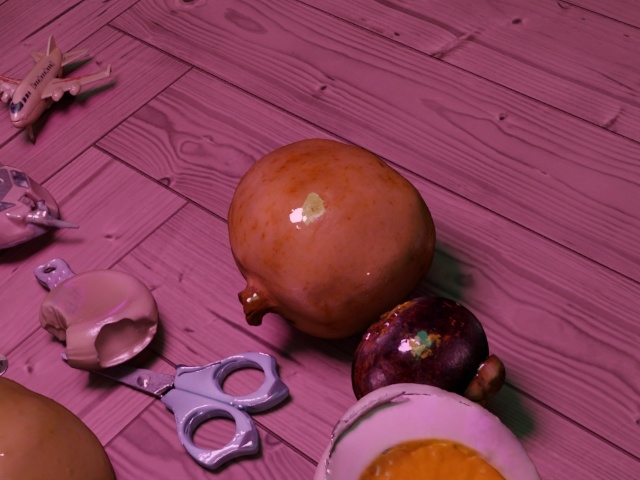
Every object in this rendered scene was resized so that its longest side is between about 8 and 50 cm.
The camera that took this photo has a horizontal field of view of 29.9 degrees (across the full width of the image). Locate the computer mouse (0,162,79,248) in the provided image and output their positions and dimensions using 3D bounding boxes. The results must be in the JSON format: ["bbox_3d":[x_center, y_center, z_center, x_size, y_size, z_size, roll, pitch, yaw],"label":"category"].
[{"bbox_3d":[-0.569,-0.050,1.947,0.389,0.115,0.199,13,40,6],"label":"computer mouse"}]

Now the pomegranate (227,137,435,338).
[{"bbox_3d":[0.017,-0.006,1.680,0.307,0.307,0.307,-6,46,6],"label":"pomegranate"}]

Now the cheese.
[{"bbox_3d":[-0.353,0.094,1.783,0.163,0.082,0.286,-30,36,-26],"label":"cheese"}]

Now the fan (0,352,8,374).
[{"bbox_3d":[-0.487,0.179,1.782,0.060,0.003,0.080,13,51,21],"label":"fan"}]

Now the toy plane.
[{"bbox_3d":[-0.501,-0.275,2.145,0.241,0.104,0.256,1,47,9],"label":"toy plane"}]

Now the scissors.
[{"bbox_3d":[-0.222,0.203,1.688,0.360,0.029,0.191,14,53,23],"label":"scissors"}]

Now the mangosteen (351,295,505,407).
[{"bbox_3d":[0.147,0.183,1.550,0.192,0.192,0.217,-40,91,-25],"label":"mangosteen"}]

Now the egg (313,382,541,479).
[{"bbox_3d":[0.121,0.326,1.417,0.286,0.174,0.264,31,59,6],"label":"egg"}]

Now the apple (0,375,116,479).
[{"bbox_3d":[-0.471,0.356,1.556,0.320,0.311,0.360,-31,20,52],"label":"apple"}]
